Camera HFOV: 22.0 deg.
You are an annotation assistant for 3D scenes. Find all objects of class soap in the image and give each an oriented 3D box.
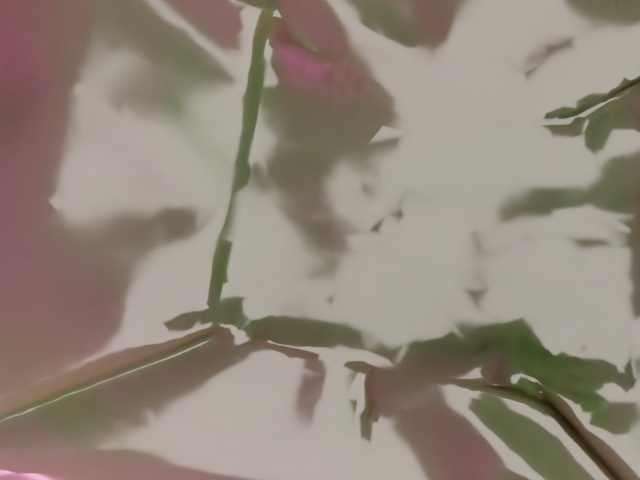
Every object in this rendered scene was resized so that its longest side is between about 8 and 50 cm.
[{"bbox_3d":[0.000,0.000,0.405,0.182,0.199,0.138,10,87,-6],"label":"soap"}]
